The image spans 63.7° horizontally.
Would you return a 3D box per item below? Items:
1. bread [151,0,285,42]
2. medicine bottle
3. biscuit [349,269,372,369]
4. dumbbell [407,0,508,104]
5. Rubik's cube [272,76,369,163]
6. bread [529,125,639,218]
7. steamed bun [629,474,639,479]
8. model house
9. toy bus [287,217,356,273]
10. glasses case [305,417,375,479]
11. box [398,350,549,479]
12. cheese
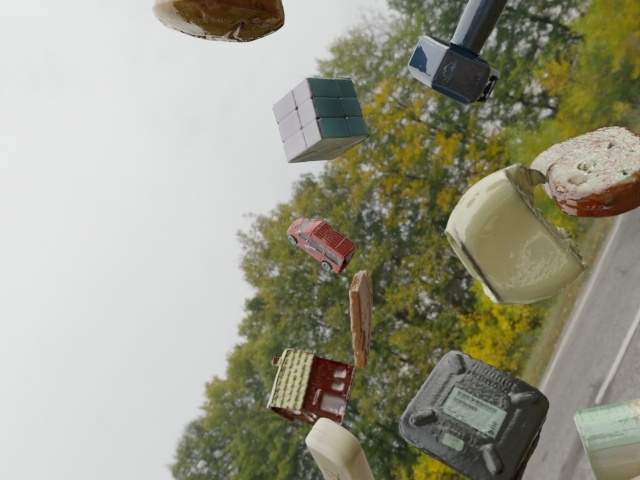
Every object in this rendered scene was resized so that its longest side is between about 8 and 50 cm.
[{"bbox_3d":[-0.205,-0.487,1.058,0.195,0.269,0.143,-157,69,-65],"label":"bread"},{"bbox_3d":[1.044,0.617,1.622,0.236,0.405,0.236,51,-152,-41],"label":"medicine bottle"},{"bbox_3d":[0.117,0.196,1.412,0.306,0.043,0.284,68,-155,-63],"label":"biscuit"},{"bbox_3d":[0.277,-0.396,0.852,0.144,0.159,0.325,-85,17,-65],"label":"dumbbell"},{"bbox_3d":[-0.002,-0.420,1.808,0.230,0.225,0.221,-12,-8,-40],"label":"Rubik's cube"},{"bbox_3d":[0.795,-0.199,1.470,0.114,0.294,0.328,58,-171,-29],"label":"bread"},{"bbox_3d":[0.783,0.676,1.106,0.334,0.333,0.374,-45,-51,-50],"label":"steamed bun"},{"bbox_3d":[-0.044,0.459,1.594,0.160,0.253,0.196,110,178,-58],"label":"model house"},{"bbox_3d":[0.000,0.000,1.414,0.081,0.195,0.089,-43,-17,-35],"label":"toy bus"},{"bbox_3d":[0.034,0.342,0.791,0.050,0.083,0.196,-50,-38,-30],"label":"glasses case"},{"bbox_3d":[0.456,0.521,1.521,0.350,0.358,0.091,-45,-38,-33],"label":"box"},{"bbox_3d":[0.385,-0.006,1.017,0.233,0.266,0.127,-37,7,15],"label":"cheese"}]
